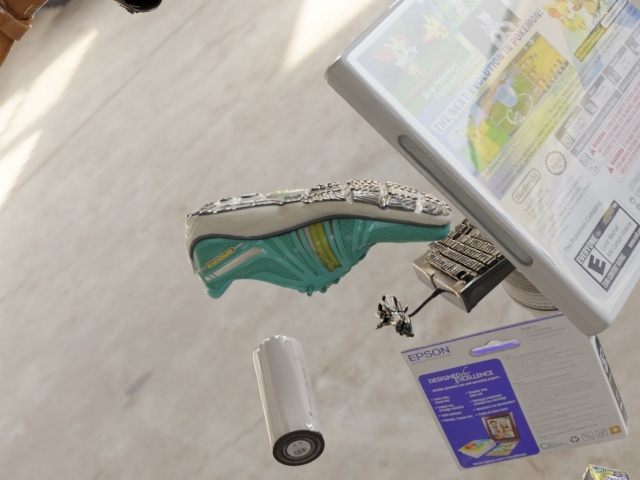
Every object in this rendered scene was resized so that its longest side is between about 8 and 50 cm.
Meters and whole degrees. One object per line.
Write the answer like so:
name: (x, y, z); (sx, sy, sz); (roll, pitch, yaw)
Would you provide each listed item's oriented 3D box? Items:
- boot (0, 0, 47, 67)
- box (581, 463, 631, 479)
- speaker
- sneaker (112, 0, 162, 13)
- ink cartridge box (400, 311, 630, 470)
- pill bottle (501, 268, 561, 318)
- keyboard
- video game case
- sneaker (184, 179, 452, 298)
boot: (-0.341, -0.312, 1.208); (0.220, 0.283, 0.109); (-56, -15, 24)
box: (0.361, 0.384, 1.721); (0.054, 0.059, 0.169); (-94, 18, -64)
speaker: (-0.033, 0.161, 1.316); (0.055, 0.055, 0.136); (-36, 39, 16)
sneaker: (-0.264, -0.314, 1.371); (0.118, 0.222, 0.083); (34, 102, 34)
ink cartridge box: (0.220, 0.161, 1.451); (0.206, 0.208, 0.045); (-15, 36, 18)
pill bottle: (0.359, 0.010, 2.054); (0.176, 0.318, 0.176); (-10, 56, 16)
keyboard: (0.141, 0.037, 1.444); (0.201, 0.033, 0.317); (-43, 6, -1)
video game case: (0.196, -0.124, 1.106); (0.329, 0.300, 0.036); (-48, 4, -39)
sneaker: (0.000, 0.000, 1.318); (0.275, 0.110, 0.107); (-7, 13, 11)
